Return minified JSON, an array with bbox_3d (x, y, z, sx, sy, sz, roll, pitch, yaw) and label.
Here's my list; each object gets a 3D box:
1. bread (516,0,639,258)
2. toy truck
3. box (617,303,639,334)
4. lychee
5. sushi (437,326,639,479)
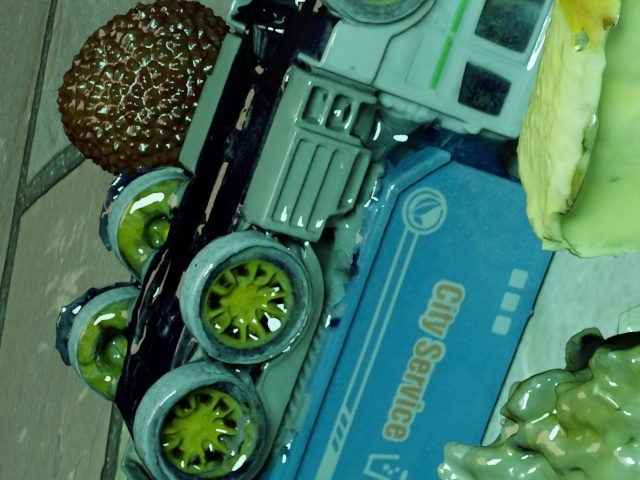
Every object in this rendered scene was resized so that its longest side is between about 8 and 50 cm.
[{"bbox_3d":[0.108,-0.130,0.544,0.264,0.163,0.167,-118,30,-50],"label":"bread"},{"bbox_3d":[0.000,0.000,0.779,0.146,0.175,0.367,38,111,61],"label":"toy truck"},{"bbox_3d":[0.182,0.068,0.472,0.225,0.086,0.129,-26,54,58],"label":"box"},{"bbox_3d":[-0.110,-0.102,1.127,0.129,0.123,0.123,-64,26,4],"label":"lychee"},{"bbox_3d":[0.091,0.070,0.443,0.226,0.103,0.097,-40,43,40],"label":"sushi"}]
